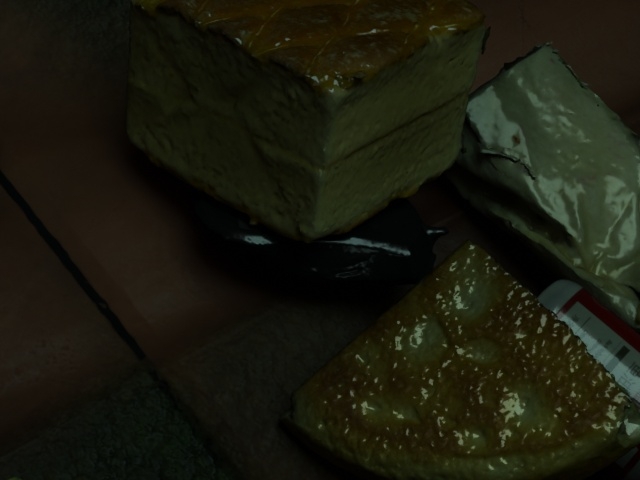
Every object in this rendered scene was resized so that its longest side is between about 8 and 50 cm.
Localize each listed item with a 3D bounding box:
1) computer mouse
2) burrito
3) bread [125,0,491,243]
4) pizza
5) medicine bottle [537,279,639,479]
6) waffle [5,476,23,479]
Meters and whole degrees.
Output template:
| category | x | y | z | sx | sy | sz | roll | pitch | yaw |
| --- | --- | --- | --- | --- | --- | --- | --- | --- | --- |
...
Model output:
| category | x | y | z | sx | sy | sz | roll | pitch | yaw |
| --- | --- | --- | --- | --- | --- | --- | --- | --- | --- |
| computer mouse | 0.000 | 0.000 | 1.815 | 0.264 | 0.088 | 0.147 | 4 | 31 | -6 |
| burrito | 0.276 | -0.040 | 1.921 | 0.190 | 0.135 | 0.332 | -31 | 71 | -32 |
| bread | -0.021 | -0.163 | 1.802 | 0.279 | 0.207 | 0.279 | 27 | 39 | 26 |
| pizza | 0.133 | 0.169 | 1.675 | 0.268 | 0.087 | 0.258 | -39 | 61 | -5 |
| medicine bottle | 0.298 | 0.160 | 1.778 | 0.250 | 0.131 | 0.131 | 41 | 51 | 13 |
| waffle | -0.307 | 0.274 | 1.410 | 0.261 | 0.250 | 0.056 | -34 | 110 | -23 |
